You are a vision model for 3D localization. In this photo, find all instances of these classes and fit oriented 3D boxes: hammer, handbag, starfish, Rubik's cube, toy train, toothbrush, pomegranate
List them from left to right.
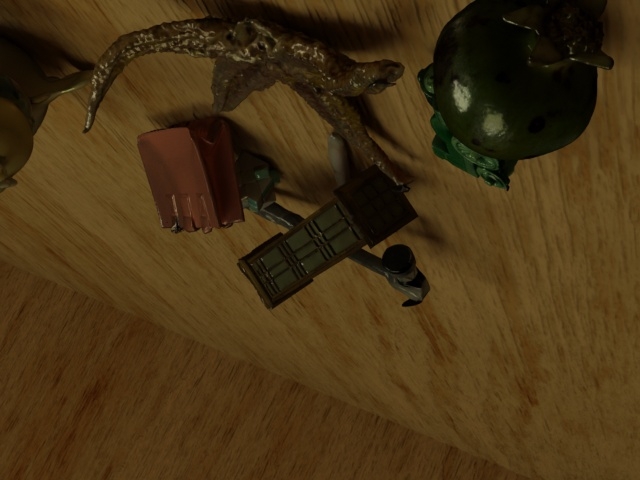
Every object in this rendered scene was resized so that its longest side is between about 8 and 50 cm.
[{"bbox_3d":[-0.182,-0.087,1.690,0.212,0.059,0.157,0,106,61],"label":"handbag"},{"bbox_3d":[-0.097,-0.074,1.713,0.073,0.084,0.075,28,-179,10],"label":"Rubik's cube"},{"bbox_3d":[-0.058,-0.154,1.301,0.398,0.132,0.384,7,165,18],"label":"starfish"},{"bbox_3d":[-0.018,-0.020,1.751,0.427,0.044,0.152,28,165,29],"label":"hammer"},{"bbox_3d":[0.030,-0.074,1.599,0.025,0.030,0.307,21,164,13],"label":"toothbrush"},{"bbox_3d":[0.152,-0.118,1.189,0.104,0.071,0.178,31,169,25],"label":"toy train"},{"bbox_3d":[0.159,-0.143,0.963,0.148,0.148,0.169,24,154,9],"label":"pomegranate"}]

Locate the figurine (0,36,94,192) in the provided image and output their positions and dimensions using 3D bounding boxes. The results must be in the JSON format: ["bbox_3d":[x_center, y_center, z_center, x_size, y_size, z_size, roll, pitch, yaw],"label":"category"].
[{"bbox_3d":[-0.430,-0.175,1.613,0.394,0.274,0.227,-127,17,-66],"label":"figurine"}]

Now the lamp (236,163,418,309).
[{"bbox_3d":[0.000,0.000,1.595,0.090,0.089,0.325,56,148,1],"label":"lamp"}]
